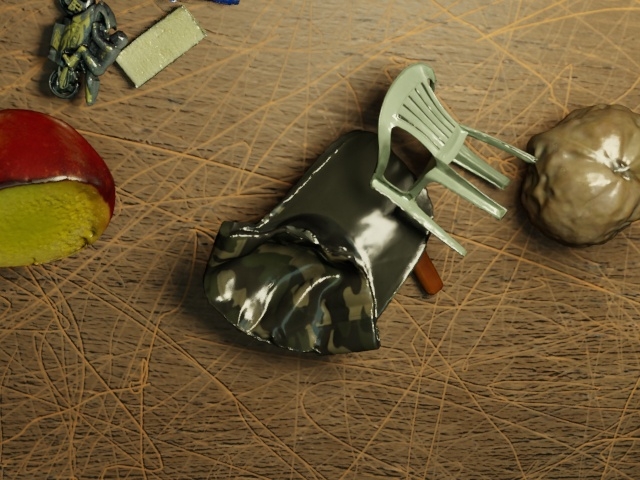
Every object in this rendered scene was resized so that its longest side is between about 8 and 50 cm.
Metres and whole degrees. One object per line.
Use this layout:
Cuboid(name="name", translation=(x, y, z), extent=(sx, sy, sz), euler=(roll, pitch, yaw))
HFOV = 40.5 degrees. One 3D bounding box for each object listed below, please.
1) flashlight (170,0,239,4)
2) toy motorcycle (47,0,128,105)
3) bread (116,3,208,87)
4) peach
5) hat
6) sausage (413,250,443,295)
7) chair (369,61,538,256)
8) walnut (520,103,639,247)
Cuboid(name="flashlight", translation=(-0.194, -0.411, 1.438), extent=(0.121, 0.035, 0.057), euler=(7, 82, -15))
Cuboid(name="toy motorcycle", translation=(-0.378, -0.319, 1.419), extent=(0.124, 0.061, 0.193), euler=(10, 99, 4))
Cuboid(name="bread", translation=(-0.269, -0.325, 1.455), extent=(0.153, 0.028, 0.068), euler=(-37, 109, 5))
Cuboid(name="peach", translation=(-0.469, -0.090, 1.389), extent=(0.274, 0.248, 0.245), euler=(-8, 83, -6))
Cuboid(name="hat", translation=(0.000, 0.000, 1.559), extent=(0.366, 0.257, 0.382), euler=(46, 58, -26))
Cuboid(name="sausage", translation=(0.189, 0.044, 1.636), extent=(0.041, 0.039, 0.131), euler=(-30, 110, 4))
Cuboid(name="chair", translation=(0.209, -0.146, 1.470), extent=(0.274, 0.190, 0.203), euler=(34, 64, -1))
Cuboid(name="walnut", translation=(0.471, -0.112, 1.518), extent=(0.227, 0.273, 0.273), euler=(4, 107, -4))
